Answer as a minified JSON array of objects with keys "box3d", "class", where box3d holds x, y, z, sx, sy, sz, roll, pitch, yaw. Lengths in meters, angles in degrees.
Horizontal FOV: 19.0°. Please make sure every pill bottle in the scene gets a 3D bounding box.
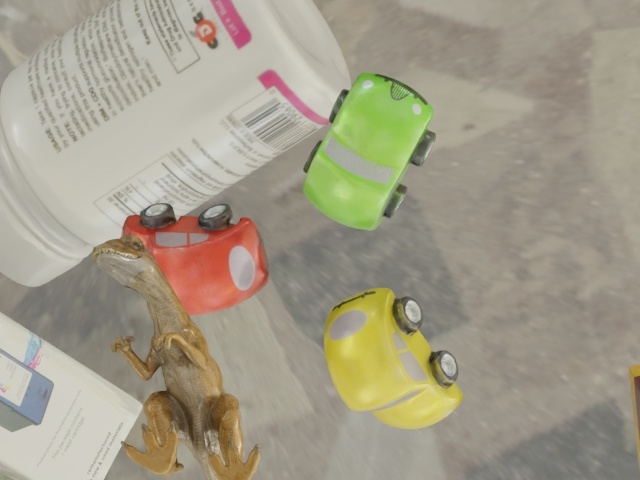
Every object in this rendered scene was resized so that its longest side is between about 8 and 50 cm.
[{"box3d":[-0.133,-0.093,1.407,0.283,0.160,0.160,-31,95,15],"class":"pill bottle"}]

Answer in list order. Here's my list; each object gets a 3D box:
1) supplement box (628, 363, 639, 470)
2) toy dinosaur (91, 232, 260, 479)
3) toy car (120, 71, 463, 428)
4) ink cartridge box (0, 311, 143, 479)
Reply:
[{"box3d":[0.377,0.187,1.587,0.191,0.194,0.129,-11,116,0],"class":"supplement box"},{"box3d":[-0.058,0.095,0.969,0.064,0.112,0.211,-14,112,4],"class":"toy dinosaur"},{"box3d":[0.000,0.000,1.131,0.239,0.053,0.225,28,129,5],"class":"toy car"},{"box3d":[-0.261,0.098,1.380,0.212,0.154,0.093,40,71,-34],"class":"ink cartridge box"}]
